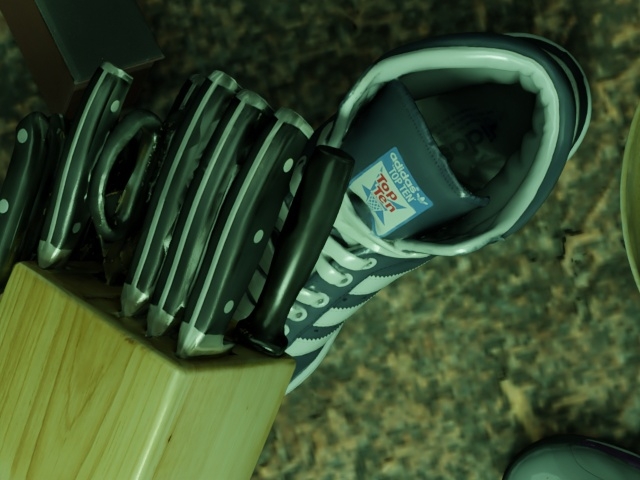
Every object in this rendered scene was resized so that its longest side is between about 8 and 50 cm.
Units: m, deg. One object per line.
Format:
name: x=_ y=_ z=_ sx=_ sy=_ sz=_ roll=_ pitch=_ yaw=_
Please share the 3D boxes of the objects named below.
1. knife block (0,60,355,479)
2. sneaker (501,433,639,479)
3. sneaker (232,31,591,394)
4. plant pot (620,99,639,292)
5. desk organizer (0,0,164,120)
knife block: x=-0.068 y=0.074 z=0.769 sx=0.242 sy=0.088 sz=0.275 roll=-23 pitch=77 yaw=30
sneaker: x=0.175 y=0.179 z=0.867 sx=0.224 sy=0.098 sz=0.083 roll=44 pitch=97 yaw=1
sneaker: x=0.000 y=0.000 z=0.842 sx=0.282 sy=0.153 sz=0.099 roll=-37 pitch=90 yaw=7
plant pot: x=0.254 y=-0.016 z=0.853 sx=0.236 sy=0.032 sz=0.236 roll=-1 pitch=79 yaw=5
desk organizer: x=-0.128 y=-0.124 z=0.896 sx=0.047 sy=0.050 sz=0.130 roll=-21 pitch=75 yaw=-26
